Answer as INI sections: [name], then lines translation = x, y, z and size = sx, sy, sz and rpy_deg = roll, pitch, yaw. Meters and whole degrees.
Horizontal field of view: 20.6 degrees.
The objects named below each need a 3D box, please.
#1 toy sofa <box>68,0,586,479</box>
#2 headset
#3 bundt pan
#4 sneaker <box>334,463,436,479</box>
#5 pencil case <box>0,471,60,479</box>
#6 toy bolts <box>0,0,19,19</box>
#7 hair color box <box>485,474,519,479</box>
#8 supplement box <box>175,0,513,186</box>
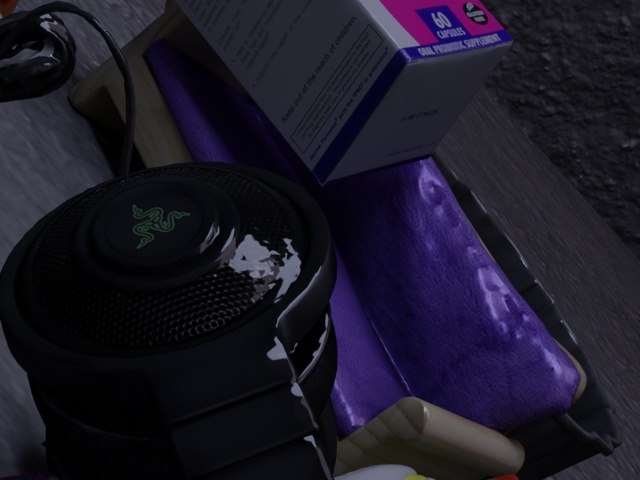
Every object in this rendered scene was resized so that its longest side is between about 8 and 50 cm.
[toy sofa]
translation = 0.000, 0.000, 1.131
size = 0.150, 0.177, 0.362
rpy_deg = 29, 29, -57
[headset]
translation = -0.084, 0.066, 0.735
size = 0.243, 0.185, 0.394
rpy_deg = 93, -24, -61
[bundt pan]
translation = 0.096, 0.062, 1.405
size = 0.331, 0.124, 0.331
rpy_deg = 50, 14, -17
[sneaker]
translation = 0.049, 0.205, 0.912
size = 0.240, 0.091, 0.126
rpy_deg = 57, 11, -59
[pencil case]
translation = -0.086, 0.151, 0.637
size = 0.152, 0.070, 0.064
rpy_deg = 46, 14, 28
[toy bolts]
translation = -0.214, -0.179, 0.863
size = 0.228, 0.218, 0.158
rpy_deg = 5, 54, -48
[hair color box]
translation = 0.060, 0.202, 0.835
size = 0.053, 0.093, 0.167
rpy_deg = -127, -149, -66
[supplement box]
translation = -0.004, -0.158, 1.109
size = 0.111, 0.114, 0.220
rpy_deg = -17, 61, -47
